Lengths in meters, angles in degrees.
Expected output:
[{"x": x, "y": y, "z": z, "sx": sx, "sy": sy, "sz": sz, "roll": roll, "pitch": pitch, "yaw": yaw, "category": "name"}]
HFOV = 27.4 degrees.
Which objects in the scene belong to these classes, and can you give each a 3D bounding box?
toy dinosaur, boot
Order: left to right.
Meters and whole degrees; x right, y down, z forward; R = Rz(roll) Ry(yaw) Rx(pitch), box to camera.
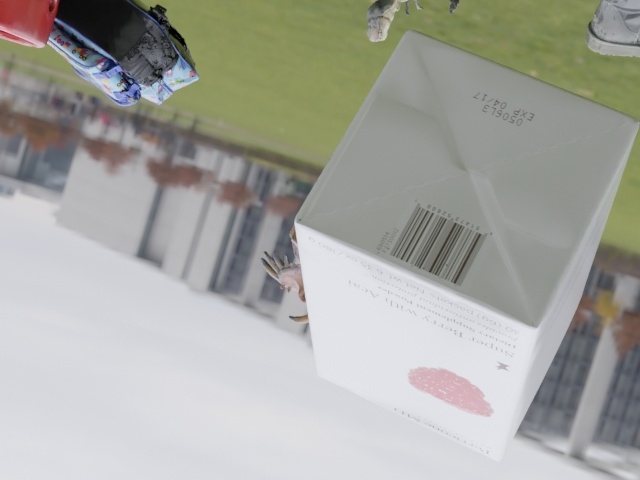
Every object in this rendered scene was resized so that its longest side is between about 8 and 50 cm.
[{"x": 0.000, "y": 0.000, "z": 1.925, "sx": 0.127, "sy": 0.200, "sz": 0.295, "roll": 40, "pitch": -173, "yaw": -10, "category": "toy dinosaur"}, {"x": 0.163, "y": -0.407, "z": 1.953, "sx": 0.118, "sy": 0.268, "sz": 0.064, "roll": 24, "pitch": -178, "yaw": -5, "category": "toy dinosaur"}, {"x": 0.396, "y": -0.298, "z": 1.462, "sx": 0.190, "sy": 0.208, "sz": 0.076, "roll": -4, "pitch": -135, "yaw": -12, "category": "boot"}]

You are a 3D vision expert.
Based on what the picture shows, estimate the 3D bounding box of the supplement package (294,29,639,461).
[{"x": 0.103, "y": 0.018, "z": 0.984, "sx": 0.178, "sy": 0.175, "sz": 0.293, "roll": 24, "pitch": 158, "yaw": 14, "category": "supplement package"}]

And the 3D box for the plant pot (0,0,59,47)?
[{"x": -0.363, "y": -0.317, "z": 1.419, "sx": 0.191, "sy": 0.174, "sz": 0.191, "roll": 19, "pitch": -177, "yaw": -1, "category": "plant pot"}]

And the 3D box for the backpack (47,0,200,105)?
[{"x": -0.233, "y": -0.228, "z": 1.573, "sx": 0.158, "sy": 0.117, "sz": 0.173, "roll": 37, "pitch": 175, "yaw": 28, "category": "backpack"}]
